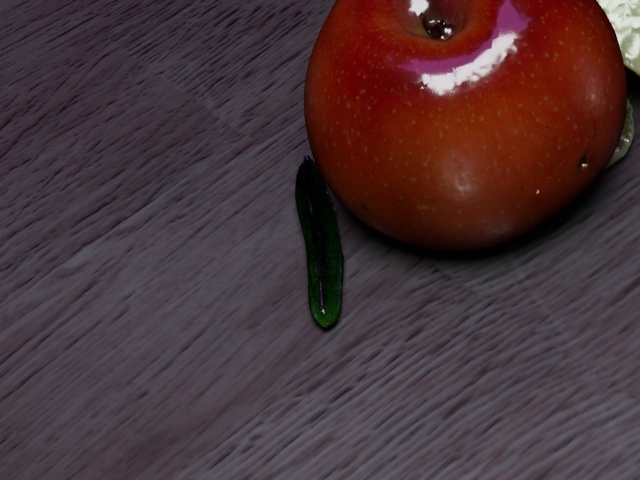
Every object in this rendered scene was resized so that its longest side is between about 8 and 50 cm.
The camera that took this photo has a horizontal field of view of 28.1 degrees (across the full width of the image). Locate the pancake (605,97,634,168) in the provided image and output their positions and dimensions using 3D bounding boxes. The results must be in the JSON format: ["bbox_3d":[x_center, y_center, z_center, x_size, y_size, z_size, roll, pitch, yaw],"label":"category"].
[{"bbox_3d":[0.219,-0.104,1.137,0.116,0.023,0.129,-21,46,-6],"label":"pancake"}]

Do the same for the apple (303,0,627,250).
[{"bbox_3d":[0.115,-0.122,1.032,0.260,0.216,0.260,-11,53,14],"label":"apple"}]

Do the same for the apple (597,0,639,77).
[{"bbox_3d":[0.378,-0.225,1.113,0.346,0.179,0.254,13,61,11],"label":"apple"}]

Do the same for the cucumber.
[{"bbox_3d":[0.000,0.000,1.082,0.036,0.033,0.184,8,44,-15],"label":"cucumber"}]
